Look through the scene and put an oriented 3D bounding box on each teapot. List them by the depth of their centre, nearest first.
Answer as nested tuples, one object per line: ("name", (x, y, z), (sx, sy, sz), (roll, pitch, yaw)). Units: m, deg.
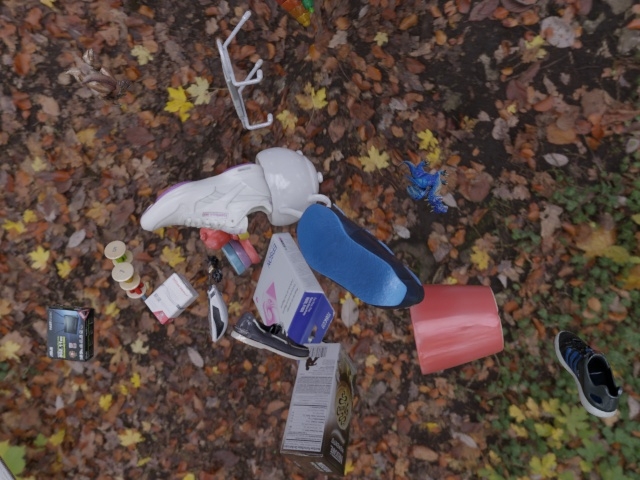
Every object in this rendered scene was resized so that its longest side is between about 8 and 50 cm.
("teapot", (-0.082, -0.168, 1.468), (0.186, 0.252, 0.256), (-13, 87, -11))

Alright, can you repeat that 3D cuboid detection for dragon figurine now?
("dragon figurine", (0.349, -0.204, 1.711), (0.144, 0.289, 0.085), (-39, 145, -20))

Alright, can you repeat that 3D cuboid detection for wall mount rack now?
("wall mount rack", (-0.241, -0.546, 1.584), (0.130, 0.304, 0.350), (-14, 154, -3))

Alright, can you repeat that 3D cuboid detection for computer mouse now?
("computer mouse", (-0.233, 0.136, 1.103), (0.042, 0.106, 0.193), (-6, 106, -20))

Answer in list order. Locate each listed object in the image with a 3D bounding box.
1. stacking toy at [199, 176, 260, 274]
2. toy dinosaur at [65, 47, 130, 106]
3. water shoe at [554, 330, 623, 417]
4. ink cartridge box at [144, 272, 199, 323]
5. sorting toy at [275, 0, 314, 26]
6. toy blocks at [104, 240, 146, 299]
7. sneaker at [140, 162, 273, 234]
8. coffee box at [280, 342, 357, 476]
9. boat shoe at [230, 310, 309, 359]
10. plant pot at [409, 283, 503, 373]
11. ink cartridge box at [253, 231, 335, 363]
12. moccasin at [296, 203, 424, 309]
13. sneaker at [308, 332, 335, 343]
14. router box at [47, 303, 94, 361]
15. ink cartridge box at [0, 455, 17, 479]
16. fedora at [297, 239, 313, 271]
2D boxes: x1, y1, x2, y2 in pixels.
("stacking toy", (-0.332, -0.036, 1.591), (0.130, 0.280, 0.309), (-32, 151, -11))
("toy dinosaur", (-0.762, -0.555, 1.707), (0.127, 0.295, 0.200), (-48, 120, -2))
("water shoe", (0.513, 0.233, 0.922), (0.072, 0.203, 0.080), (5, 124, -2))
("ink cartridge box", (-0.466, 0.182, 1.530), (0.135, 0.056, 0.099), (-42, 77, 3))
("sorting toy", (-0.056, -0.698, 1.431), (0.127, 0.366, 0.126), (-29, 111, 5))
("toy blocks", (-0.493, 0.085, 1.254), (0.054, 0.123, 0.148), (-24, 152, -13))
("sneaker", (-0.248, -0.069, 1.103), (0.305, 0.114, 0.152), (-23, 88, -17))
("coffee box", (0.006, 0.446, 1.297), (0.118, 0.297, 0.168), (-6, 139, 22))
("boat shoe", (-0.095, 0.208, 1.054), (0.206, 0.075, 0.065), (27, 80, -36))
("plant pot", (0.401, 0.250, 1.458), (0.243, 0.275, 0.275), (-9, 112, 10))
("ink cartridge box", (-0.100, 0.201, 1.522), (0.071, 0.330, 0.324), (-6, 137, -30))
("moccasin", (0.066, 0.042, 0.959), (0.116, 0.342, 0.138), (17, 110, -38))
("sneaker", (-0.060, 0.391, 1.748), (0.228, 0.086, 0.132), (22, 93, 26))
("router box", (-0.570, 0.210, 1.110), (0.092, 0.038, 0.123), (5, 98, 6))
("ink cartridge box", (-0.660, 0.438, 0.855), (0.179, 0.045, 0.146), (-31, 116, -33))
("fedora", (0.000, 0.000, 1.794), (0.124, 0.275, 0.244), (43, 87, 3))
